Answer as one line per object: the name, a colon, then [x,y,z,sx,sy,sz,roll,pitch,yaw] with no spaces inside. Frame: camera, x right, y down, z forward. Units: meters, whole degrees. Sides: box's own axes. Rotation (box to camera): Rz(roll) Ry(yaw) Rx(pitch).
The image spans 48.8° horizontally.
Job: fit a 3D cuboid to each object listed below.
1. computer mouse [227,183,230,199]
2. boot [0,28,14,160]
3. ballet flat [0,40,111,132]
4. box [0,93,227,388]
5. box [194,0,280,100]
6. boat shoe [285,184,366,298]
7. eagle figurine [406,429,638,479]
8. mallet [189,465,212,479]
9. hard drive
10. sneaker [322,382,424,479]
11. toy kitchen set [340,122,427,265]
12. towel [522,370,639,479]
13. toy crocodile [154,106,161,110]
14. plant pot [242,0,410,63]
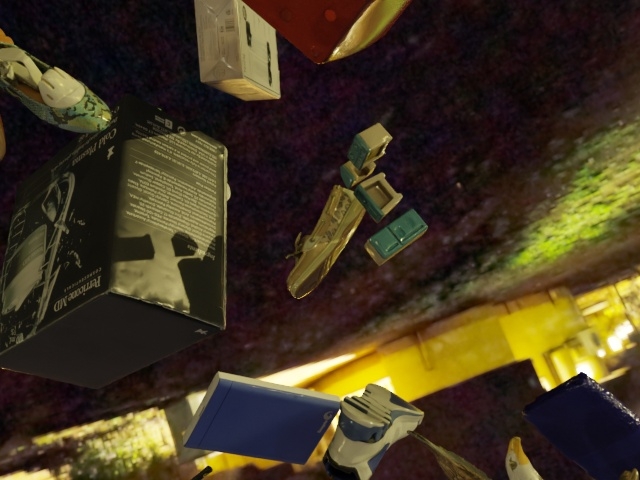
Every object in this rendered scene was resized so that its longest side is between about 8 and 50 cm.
computer mouse: [-0.303,-0.133,2.021,0.042,0.106,0.193,-3,-166,23]
boot: [-0.587,-0.282,1.243,0.104,0.295,0.211,-23,-171,14]
ballet flat: [-0.342,-0.192,0.866,0.070,0.188,0.070,-58,165,-26]
box: [-0.465,0.023,1.574,0.480,0.472,0.297,-28,144,34]
box: [-0.166,-0.393,1.478,0.087,0.169,0.290,-4,-176,12]
boat shoe: [0.000,0.000,1.456,0.285,0.089,0.105,-53,170,-36]
eagle figurine: [0.234,0.341,0.867,0.298,0.225,0.226,-12,158,29]
mallet: [-0.298,0.515,1.426,0.190,0.039,0.062,-46,137,15]
hard drive: [-0.134,0.424,1.659,0.318,0.040,0.210,18,114,-26]
sneaker: [0.090,0.413,1.475,0.315,0.127,0.182,11,107,-63]
toy kitchen set: [0.114,-0.088,1.363,0.122,0.207,0.166,-35,169,-21]
towel: [0.615,0.420,1.519,0.076,0.308,0.228,-47,175,-40]
toy crocodile: [-0.482,-0.259,1.908,0.105,0.341,0.115,0,133,-5]
plant pot: [0.023,-0.446,1.127,0.267,0.267,0.236,-44,-171,49]
